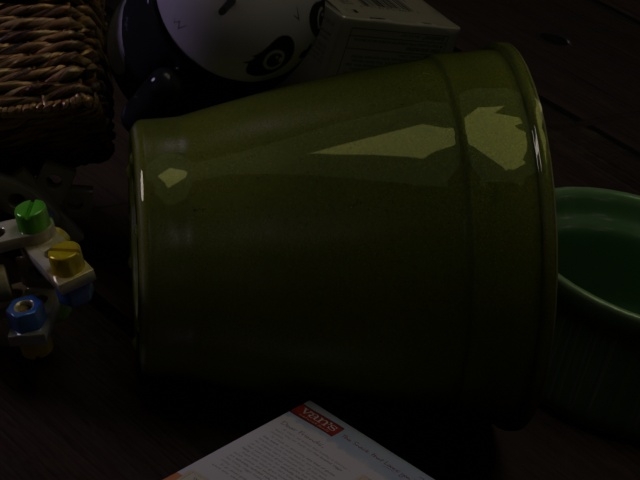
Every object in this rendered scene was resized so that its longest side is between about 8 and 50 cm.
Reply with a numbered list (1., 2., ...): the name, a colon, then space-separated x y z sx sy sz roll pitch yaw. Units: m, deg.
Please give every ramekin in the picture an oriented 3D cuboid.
1. ramekin: 0.324 0.079 1.817 0.303 0.148 0.303 12 26 -6

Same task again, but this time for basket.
1. basket: -0.362 -0.185 1.769 0.299 0.223 0.213 -8 -16 -2

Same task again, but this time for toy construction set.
1. toy construction set: -0.309 -0.005 1.633 0.215 0.151 0.327 -12 20 0

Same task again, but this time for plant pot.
1. plant pot: 0.000 0.000 1.619 0.353 0.366 0.366 -1 29 -8

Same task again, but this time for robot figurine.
1. robot figurine: -0.103 -0.204 1.692 0.174 0.278 0.209 4 73 -23

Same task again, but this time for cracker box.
1. cracker box: -0.022 0.228 1.425 0.156 0.067 0.232 30 30 26

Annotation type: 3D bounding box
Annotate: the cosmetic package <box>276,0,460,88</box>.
1. cosmetic package: 0.012 -0.110 1.827 0.160 0.309 0.113 1 30 -37
